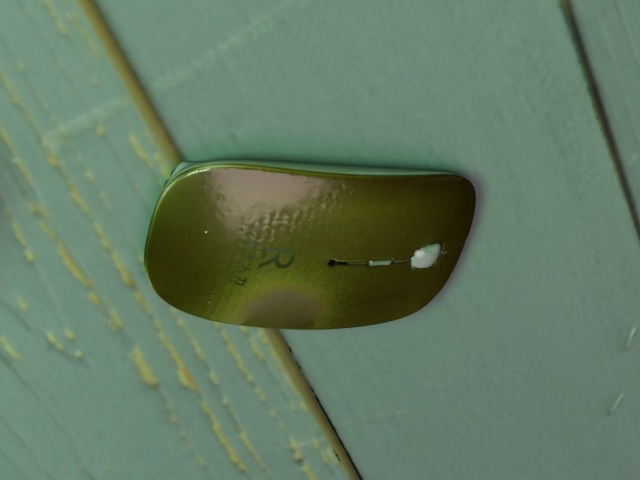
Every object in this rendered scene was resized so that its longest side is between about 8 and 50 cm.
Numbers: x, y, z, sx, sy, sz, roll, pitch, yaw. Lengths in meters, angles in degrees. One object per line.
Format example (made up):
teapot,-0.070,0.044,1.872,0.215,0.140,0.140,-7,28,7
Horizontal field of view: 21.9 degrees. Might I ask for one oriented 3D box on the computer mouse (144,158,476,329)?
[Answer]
computer mouse,0.000,0.000,1.140,0.245,0.056,0.126,3,121,-28
